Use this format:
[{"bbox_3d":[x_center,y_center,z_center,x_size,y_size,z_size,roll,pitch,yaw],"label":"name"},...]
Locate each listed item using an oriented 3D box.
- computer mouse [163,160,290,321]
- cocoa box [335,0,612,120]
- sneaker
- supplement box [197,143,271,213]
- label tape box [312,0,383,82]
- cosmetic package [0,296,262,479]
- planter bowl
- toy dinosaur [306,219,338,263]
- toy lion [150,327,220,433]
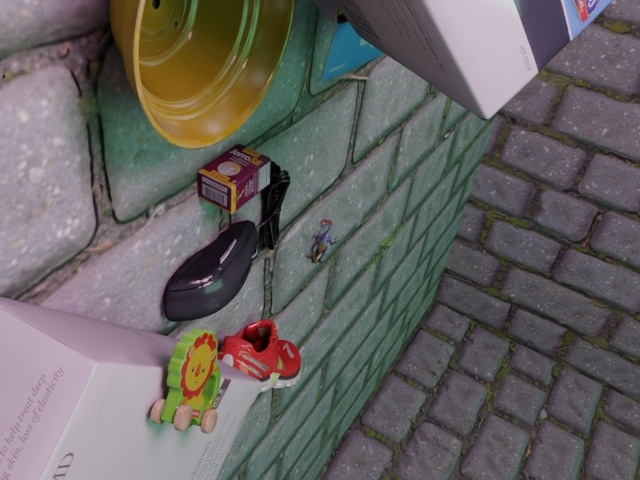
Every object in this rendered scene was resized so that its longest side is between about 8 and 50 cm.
[{"bbox_3d":[-0.112,0.001,0.835,0.262,0.060,0.184,-43,152,-47],"label":"computer mouse"},{"bbox_3d":[0.085,-0.314,0.452,0.228,0.231,0.347,-44,138,5],"label":"cocoa box"},{"bbox_3d":[-0.097,0.199,1.070,0.279,0.107,0.119,6,99,-72],"label":"sneaker"},{"bbox_3d":[-0.107,-0.079,0.755,0.083,0.055,0.043,-46,154,-43],"label":"supplement box"},{"bbox_3d":[0.054,-0.391,0.697,0.249,0.115,0.348,-40,152,-48],"label":"label tape box"},{"bbox_3d":[-0.230,0.207,0.640,0.217,0.156,0.385,-66,162,-6],"label":"cosmetic package"},{"bbox_3d":[-0.117,-0.198,0.527,0.217,0.090,0.217,-52,158,-31],"label":"planter bowl"},{"bbox_3d":[0.000,0.000,1.187,0.082,0.047,0.090,-69,-165,-11],"label":"toy dinosaur"},{"bbox_3d":[-0.122,0.135,0.584,0.100,0.034,0.096,57,46,-66],"label":"toy lion"}]
